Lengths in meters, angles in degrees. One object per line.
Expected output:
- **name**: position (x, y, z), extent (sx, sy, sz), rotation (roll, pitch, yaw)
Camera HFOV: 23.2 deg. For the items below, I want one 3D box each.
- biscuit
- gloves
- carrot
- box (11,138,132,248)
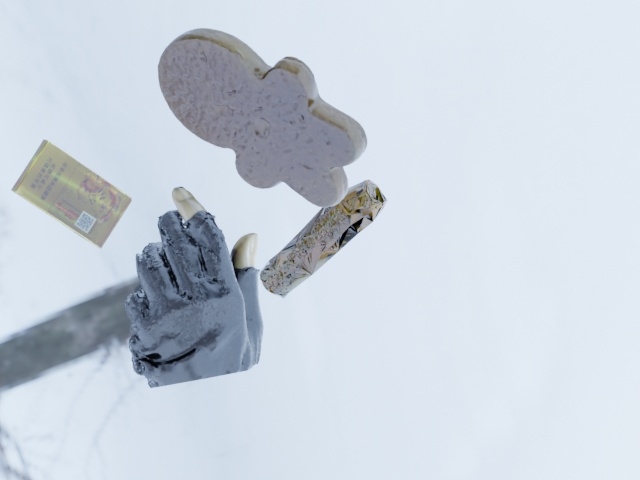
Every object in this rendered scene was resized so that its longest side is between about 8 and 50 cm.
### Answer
- **biscuit**: position (-0.062, -0.131, 1.599), extent (0.236, 0.039, 0.180), rotation (32, 139, 5)
- **gloves**: position (-0.120, 0.038, 1.433), extent (0.106, 0.129, 0.180), rotation (16, -117, -83)
- **carrot**: position (0.000, 0.001, 2.176), extent (0.229, 0.069, 0.069), rotation (-42, 61, 28)
- **box**: position (-0.344, -0.064, 2.167), extent (0.156, 0.089, 0.022), rotation (34, 174, -32)
